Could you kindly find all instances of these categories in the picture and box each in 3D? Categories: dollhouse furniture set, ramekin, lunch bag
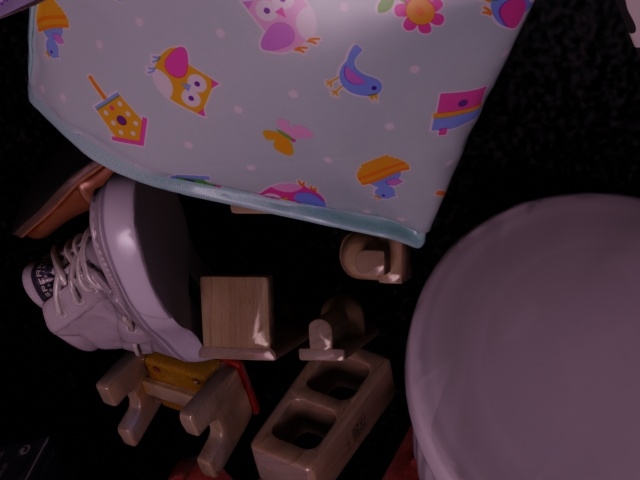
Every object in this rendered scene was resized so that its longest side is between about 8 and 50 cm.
[{"bbox_3d":[0.034,0.177,1.022,0.374,0.152,0.201,15,139,30],"label":"dollhouse furniture set"},{"bbox_3d":[0.000,0.000,0.919,0.144,0.123,0.151,1,98,18],"label":"dollhouse furniture set"},{"bbox_3d":[0.180,0.114,0.809,0.273,0.273,0.127,15,146,5],"label":"ramekin"},{"bbox_3d":[-0.031,-0.137,0.707,0.262,0.160,0.223,15,136,-4],"label":"lunch bag"}]

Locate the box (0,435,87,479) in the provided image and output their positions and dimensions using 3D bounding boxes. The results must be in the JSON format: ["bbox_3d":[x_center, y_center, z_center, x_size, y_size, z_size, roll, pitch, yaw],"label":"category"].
[{"bbox_3d":[-0.331,0.363,1.267,0.294,0.182,0.296,-13,125,27],"label":"box"}]

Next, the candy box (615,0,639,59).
[{"bbox_3d":[0.266,-0.097,0.693,0.159,0.071,0.233,-12,131,28],"label":"candy box"}]

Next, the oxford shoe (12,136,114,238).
[{"bbox_3d":[-0.142,-0.047,0.894,0.076,0.076,0.212,34,135,-29],"label":"oxford shoe"}]

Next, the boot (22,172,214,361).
[{"bbox_3d":[-0.151,0.028,0.895,0.123,0.095,0.258,-2,155,6],"label":"boot"}]

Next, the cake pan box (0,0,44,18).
[{"bbox_3d":[-0.252,-0.264,0.647,0.267,0.070,0.245,35,143,31],"label":"cake pan box"}]
